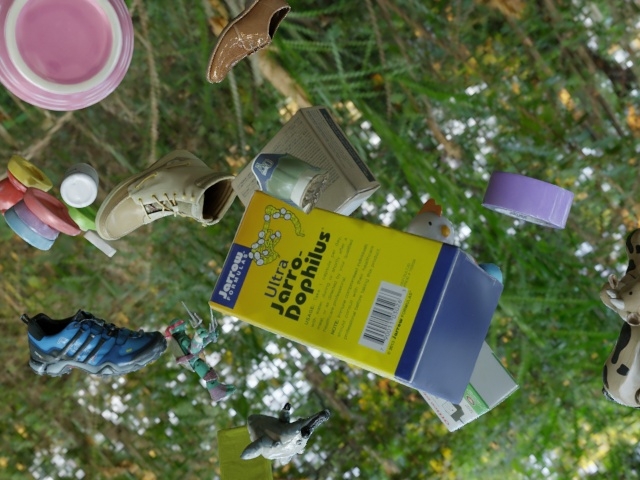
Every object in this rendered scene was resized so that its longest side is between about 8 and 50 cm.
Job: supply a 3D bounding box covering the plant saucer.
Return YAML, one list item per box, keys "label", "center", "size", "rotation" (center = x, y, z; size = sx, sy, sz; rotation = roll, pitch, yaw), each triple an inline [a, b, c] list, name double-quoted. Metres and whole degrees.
- label: "plant saucer"
  center: [-0.572, -0.452, 1.976]
  size: [0.332, 0.332, 0.084]
  rotation: [-41, -153, -12]

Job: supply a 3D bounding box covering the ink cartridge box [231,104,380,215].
- label: "ink cartridge box"
  center: [-0.031, -0.104, 1.663]
  size: [0.234, 0.193, 0.088]
  rotation: [-42, 167, 35]

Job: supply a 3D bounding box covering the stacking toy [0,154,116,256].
- label: "stacking toy"
  center: [-0.664, -0.044, 2.183]
  size: [0.130, 0.279, 0.309]
  rotation: [-47, -142, 4]

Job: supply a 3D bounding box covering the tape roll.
- label: "tape roll"
  center: [0.458, -0.089, 1.976]
  size: [0.189, 0.189, 0.080]
  rotation: [-155, -98, -78]

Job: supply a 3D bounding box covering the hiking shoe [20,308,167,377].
- label: "hiking shoe"
  center: [-0.480, 0.211, 1.892]
  size: [0.304, 0.132, 0.113]
  rotation: [-5, -157, 3]

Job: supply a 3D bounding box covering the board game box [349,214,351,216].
- label: "board game box"
  center: [0.000, 0.000, 1.933]
  size: [0.136, 0.260, 0.030]
  rotation: [0, 176, -2]

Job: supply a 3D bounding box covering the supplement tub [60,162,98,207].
- label: "supplement tub"
  center: [-0.480, -0.111, 1.783]
  size: [0.071, 0.071, 0.107]
  rotation: [-39, -159, 0]

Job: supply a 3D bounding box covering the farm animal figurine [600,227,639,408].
- label: "farm animal figurine"
  center: [0.518, 0.122, 1.401]
  size: [0.330, 0.172, 0.327]
  rotation: [-66, 167, -77]

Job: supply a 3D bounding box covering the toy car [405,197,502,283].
- label: "toy car"
  center: [0.267, 0.015, 2.045]
  size: [0.219, 0.238, 0.210]
  rotation: [0, 170, -29]

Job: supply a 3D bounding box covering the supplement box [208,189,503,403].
- label: "supplement box"
  center: [0.051, 0.079, 1.316]
  size: [0.356, 0.194, 0.195]
  rotation: [17, -98, 33]

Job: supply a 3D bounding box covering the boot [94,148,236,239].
- label: "boot"
  center: [-0.305, -0.071, 1.789]
  size: [0.262, 0.095, 0.203]
  rotation: [-39, -138, -24]

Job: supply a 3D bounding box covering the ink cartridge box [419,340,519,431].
- label: "ink cartridge box"
  center: [0.268, 0.268, 1.721]
  size: [0.087, 0.153, 0.208]
  rotation: [-33, 167, -23]

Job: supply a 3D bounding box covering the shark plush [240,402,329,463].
- label: "shark plush"
  center: [-0.051, 0.242, 1.157]
  size: [0.161, 0.073, 0.067]
  rotation: [138, -43, -54]

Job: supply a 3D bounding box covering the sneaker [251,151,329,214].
- label: "sneaker"
  center: [-0.041, -0.082, 1.149]
  size: [0.064, 0.086, 0.192]
  rotation: [-61, 176, 2]

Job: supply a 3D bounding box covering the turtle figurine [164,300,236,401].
- label: "turtle figurine"
  center: [-0.272, 0.244, 2.002]
  size: [0.118, 0.234, 0.175]
  rotation: [-27, -177, 6]

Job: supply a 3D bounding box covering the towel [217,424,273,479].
- label: "towel"
  center: [-0.140, 0.462, 1.681]
  size: [0.102, 0.237, 0.021]
  rotation: [-11, 149, 4]

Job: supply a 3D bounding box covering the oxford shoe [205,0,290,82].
- label: "oxford shoe"
  center: [-0.136, -0.374, 1.664]
  size: [0.212, 0.076, 0.076]
  rotation: [-53, 166, -1]
